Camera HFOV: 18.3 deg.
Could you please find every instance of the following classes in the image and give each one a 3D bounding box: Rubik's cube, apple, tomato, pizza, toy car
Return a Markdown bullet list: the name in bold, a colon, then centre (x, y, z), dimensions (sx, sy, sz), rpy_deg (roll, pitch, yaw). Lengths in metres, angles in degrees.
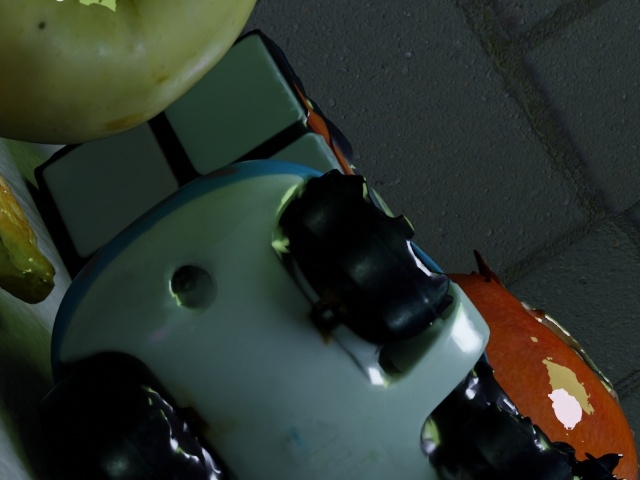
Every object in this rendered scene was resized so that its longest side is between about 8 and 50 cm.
- **Rubik's cube**: centre (-0.041, 0.013, 1.193), dimensions (0.180, 0.167, 0.183), rpy_deg (61, 7, 31)
- **apple**: centre (-0.149, -0.182, 1.007), dimensions (0.262, 0.262, 0.262), rpy_deg (56, 5, -7)
- **tomato**: centre (0.109, 0.146, 1.450), dimensions (0.256, 0.224, 0.256), rpy_deg (56, -6, 9)
- **pizza**: centre (-0.178, -0.034, 0.901), dimensions (0.160, 0.035, 0.099), rpy_deg (54, 6, -40)
- **toy car**: centre (-0.015, 0.075, 0.936), dimensions (0.255, 0.188, 0.190), rpy_deg (51, -2, -27)

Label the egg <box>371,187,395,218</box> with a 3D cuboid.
- **egg**: centre (0.000, 0.000, 1.877), dimensions (0.182, 0.141, 0.141), rpy_deg (48, 6, -7)

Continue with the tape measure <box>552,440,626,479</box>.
- **tape measure**: centre (0.195, 0.242, 1.269), dimensions (0.199, 0.112, 0.186), rpy_deg (64, -9, -31)
